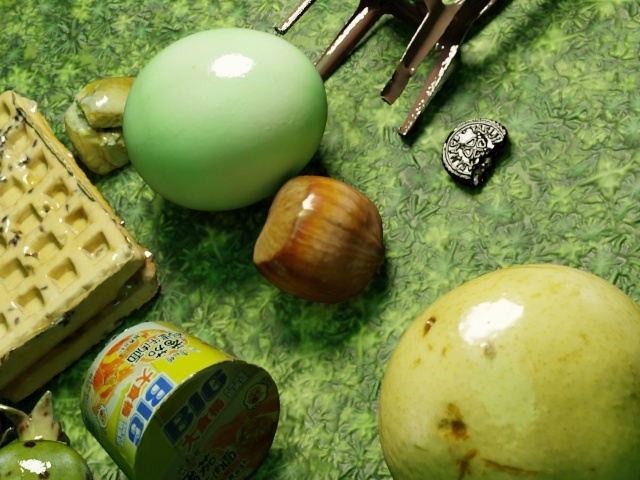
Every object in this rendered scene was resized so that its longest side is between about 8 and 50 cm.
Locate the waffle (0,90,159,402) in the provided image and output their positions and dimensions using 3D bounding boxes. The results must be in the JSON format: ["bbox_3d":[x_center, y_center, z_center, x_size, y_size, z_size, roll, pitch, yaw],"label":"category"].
[{"bbox_3d":[-0.398,-0.007,1.679,0.261,0.114,0.376,-39,57,-1],"label":"waffle"}]

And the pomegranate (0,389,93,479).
[{"bbox_3d":[-0.336,0.282,1.492,0.148,0.148,0.169,-34,46,2],"label":"pomegranate"}]

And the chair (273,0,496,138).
[{"bbox_3d":[0.128,-0.315,1.600,0.183,0.175,0.326,36,84,24],"label":"chair"}]

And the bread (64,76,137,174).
[{"bbox_3d":[-0.277,-0.174,1.725,0.156,0.110,0.103,-38,51,-2],"label":"bread"}]

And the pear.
[{"bbox_3d":[0.210,0.175,1.242,0.309,0.309,0.309,-9,61,17],"label":"pear"}]

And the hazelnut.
[{"bbox_3d":[0.000,0.000,1.521,0.150,0.150,0.150,-9,61,17],"label":"hazelnut"}]

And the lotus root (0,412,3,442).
[{"bbox_3d":[-0.482,0.282,1.538,0.160,0.152,0.275,1,64,18],"label":"lotus root"}]

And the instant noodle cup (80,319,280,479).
[{"bbox_3d":[-0.169,0.194,1.445,0.153,0.205,0.205,28,76,40],"label":"instant noodle cup"}]

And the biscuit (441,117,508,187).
[{"bbox_3d":[0.189,-0.108,1.554,0.087,0.027,0.089,-18,58,13],"label":"biscuit"}]

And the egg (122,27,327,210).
[{"bbox_3d":[-0.118,-0.149,1.574,0.269,0.220,0.220,-15,57,39],"label":"egg"}]
